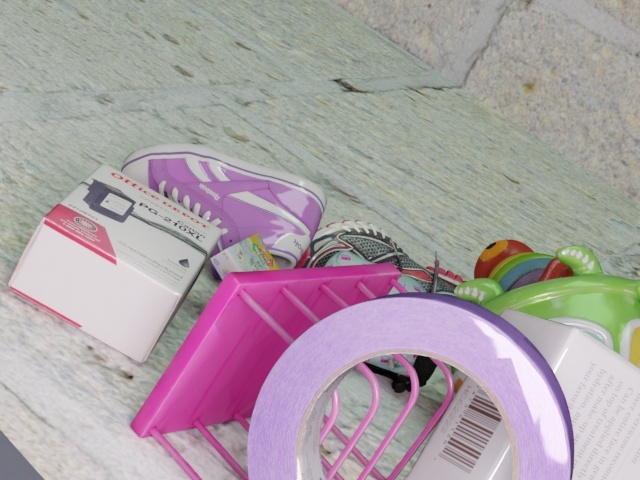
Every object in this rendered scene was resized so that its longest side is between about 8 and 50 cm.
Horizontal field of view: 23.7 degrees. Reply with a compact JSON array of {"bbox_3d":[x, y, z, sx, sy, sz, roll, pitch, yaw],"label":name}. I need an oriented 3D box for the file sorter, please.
[{"bbox_3d":[0.001,0.160,1.552,0.182,0.202,0.291,45,25,26],"label":"file sorter"}]

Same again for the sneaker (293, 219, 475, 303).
[{"bbox_3d":[0.102,0.066,2.042,0.299,0.121,0.112,21,20,-24],"label":"sneaker"}]

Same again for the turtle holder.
[{"bbox_3d":[0.321,0.161,1.862,0.320,0.243,0.227,-5,59,-11],"label":"turtle holder"}]

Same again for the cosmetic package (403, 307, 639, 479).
[{"bbox_3d":[0.328,0.281,1.506,0.453,0.230,0.161,34,-6,-18],"label":"cosmetic package"}]

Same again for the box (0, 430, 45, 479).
[{"bbox_3d":[-0.234,0.253,1.007,0.261,0.184,0.103,41,23,29],"label":"box"}]

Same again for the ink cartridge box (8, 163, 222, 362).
[{"bbox_3d":[-0.226,0.019,1.727,0.172,0.100,0.237,30,19,-2],"label":"ink cartridge box"}]

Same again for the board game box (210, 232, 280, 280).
[{"bbox_3d":[-0.065,0.072,1.831,0.154,0.026,0.103,60,23,0],"label":"board game box"}]

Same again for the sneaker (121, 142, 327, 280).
[{"bbox_3d":[-0.148,-0.031,1.972,0.282,0.102,0.161,11,52,15],"label":"sneaker"}]

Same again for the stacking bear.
[{"bbox_3d":[0.307,0.081,2.254,0.164,0.175,0.289,51,2,-18],"label":"stacking bear"}]

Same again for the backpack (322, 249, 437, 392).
[{"bbox_3d":[0.066,0.096,1.930,0.182,0.115,0.152,24,22,-6],"label":"backpack"}]

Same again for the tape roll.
[{"bbox_3d":[0.079,0.183,1.314,0.275,0.275,0.090,33,7,9],"label":"tape roll"}]
